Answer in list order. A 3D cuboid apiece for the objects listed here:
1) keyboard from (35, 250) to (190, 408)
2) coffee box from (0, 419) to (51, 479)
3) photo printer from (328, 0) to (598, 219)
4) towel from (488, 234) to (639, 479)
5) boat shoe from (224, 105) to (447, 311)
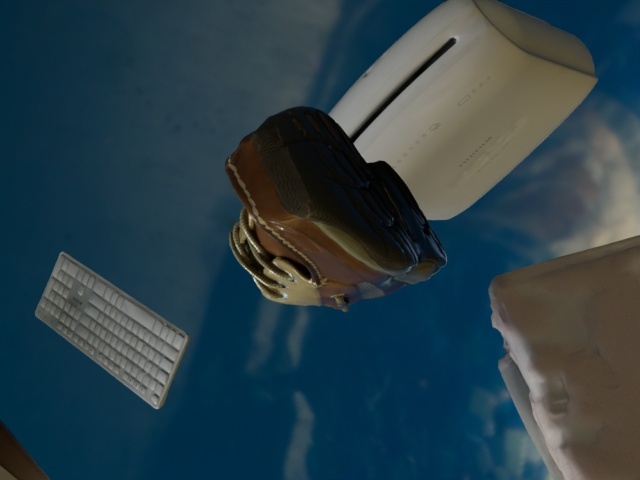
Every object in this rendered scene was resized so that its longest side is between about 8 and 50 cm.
[{"bbox_3d":[-0.202,0.079,1.262,0.014,0.256,0.072,14,-82,-40],"label":"keyboard"},{"bbox_3d":[-0.202,0.098,0.516,0.119,0.168,0.297,-55,-33,-25],"label":"coffee box"},{"bbox_3d":[0.132,-0.130,1.357,0.256,0.107,0.307,-44,-19,20],"label":"photo printer"},{"bbox_3d":[0.248,0.093,0.397,0.317,0.332,0.053,-16,-45,-3],"label":"towel"},{"bbox_3d":[0.000,0.000,0.957,0.120,0.123,0.324,-30,-17,11],"label":"boat shoe"}]
